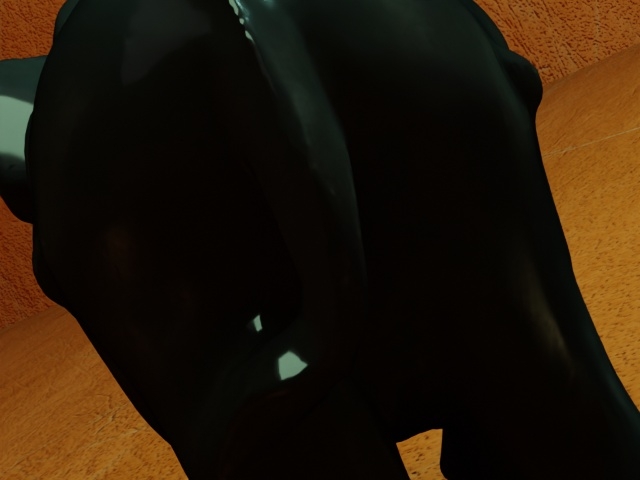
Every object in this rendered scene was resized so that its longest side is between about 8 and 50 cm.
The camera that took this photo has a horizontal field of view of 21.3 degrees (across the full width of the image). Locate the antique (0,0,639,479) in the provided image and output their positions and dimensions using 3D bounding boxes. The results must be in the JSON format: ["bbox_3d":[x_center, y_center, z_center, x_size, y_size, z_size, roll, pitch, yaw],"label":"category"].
[{"bbox_3d":[0.000,0.000,0.598,0.185,0.255,0.322,-28,3,-2],"label":"antique"}]
